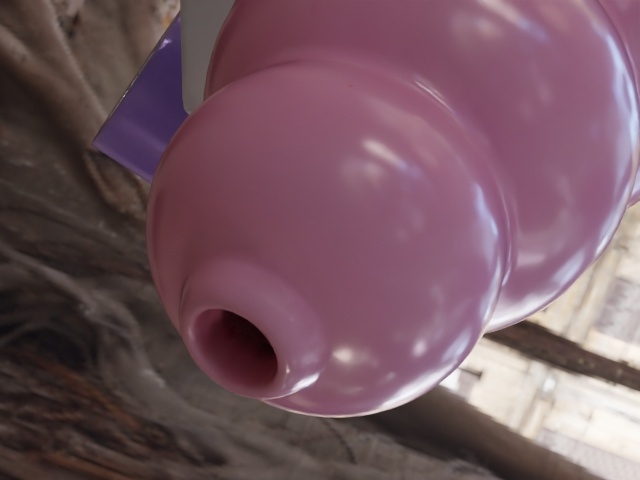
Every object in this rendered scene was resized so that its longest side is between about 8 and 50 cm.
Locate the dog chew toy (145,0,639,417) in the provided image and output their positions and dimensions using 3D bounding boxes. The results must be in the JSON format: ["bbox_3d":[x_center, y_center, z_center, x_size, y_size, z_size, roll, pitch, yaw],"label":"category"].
[{"bbox_3d":[0.047,-0.054,0.506,0.332,0.206,0.206,-51,164,-44],"label":"dog chew toy"}]

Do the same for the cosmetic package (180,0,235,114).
[{"bbox_3d":[0.141,-0.240,0.888,0.393,0.329,0.327,10,74,-51],"label":"cosmetic package"}]

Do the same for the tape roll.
[{"bbox_3d":[-0.157,-0.158,1.286,0.189,0.080,0.189,-51,-166,18],"label":"tape roll"}]
